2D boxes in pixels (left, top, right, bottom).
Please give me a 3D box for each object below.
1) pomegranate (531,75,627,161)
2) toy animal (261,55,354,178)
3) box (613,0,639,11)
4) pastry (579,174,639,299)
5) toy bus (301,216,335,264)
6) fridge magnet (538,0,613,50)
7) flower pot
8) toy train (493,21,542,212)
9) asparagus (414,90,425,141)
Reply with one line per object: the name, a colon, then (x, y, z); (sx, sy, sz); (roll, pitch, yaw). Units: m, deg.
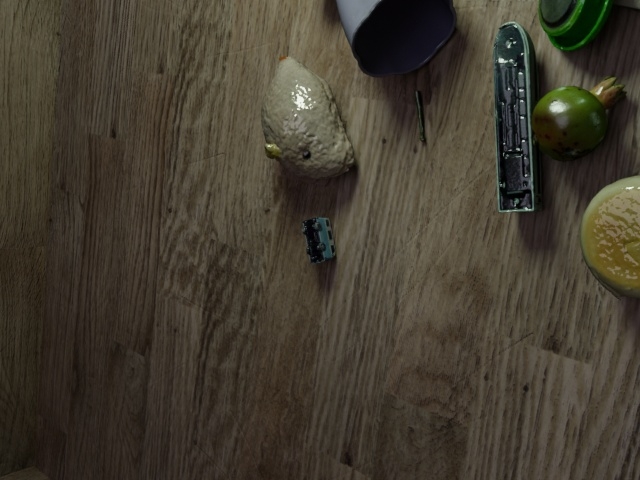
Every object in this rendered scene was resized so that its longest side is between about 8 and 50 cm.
pomegranate: (0.525, -0.251, 1.447); (0.205, 0.159, 0.159); (-38, 67, 9)
toy animal: (-0.059, -0.319, 1.902); (0.226, 0.188, 0.359); (-26, 76, 33)
box: (0.730, -0.499, 1.304); (0.365, 0.051, 0.205); (30, 111, 35)
pastry: (0.634, -0.005, 1.368); (0.264, 0.133, 0.265); (5, 97, 40)
toy bus: (0.000, 0.000, 1.948); (0.060, 0.074, 0.123); (-15, 84, 41)
fridge magnet: (0.513, -0.489, 1.434); (0.208, 0.088, 0.208); (-179, 90, -72)
flower pot: (0.149, -0.559, 1.681); (0.265, 0.265, 0.243); (-48, 53, 32)
toy train: (0.435, -0.265, 1.549); (0.086, 0.088, 0.407); (-1, 93, 39)
asparagus: (0.246, -0.306, 1.754); (0.015, 0.018, 0.127); (165, 98, -75)
